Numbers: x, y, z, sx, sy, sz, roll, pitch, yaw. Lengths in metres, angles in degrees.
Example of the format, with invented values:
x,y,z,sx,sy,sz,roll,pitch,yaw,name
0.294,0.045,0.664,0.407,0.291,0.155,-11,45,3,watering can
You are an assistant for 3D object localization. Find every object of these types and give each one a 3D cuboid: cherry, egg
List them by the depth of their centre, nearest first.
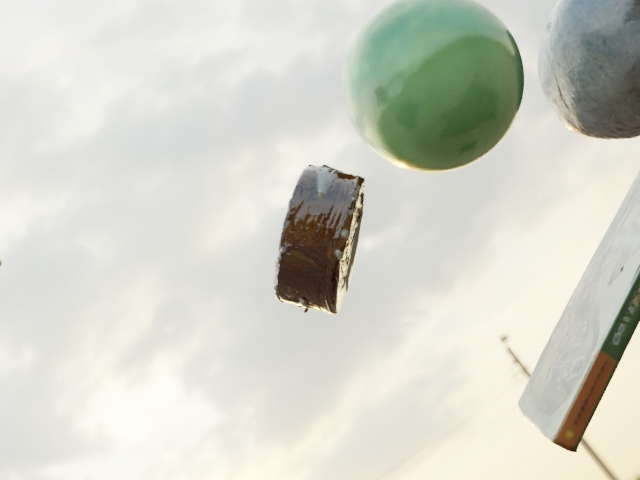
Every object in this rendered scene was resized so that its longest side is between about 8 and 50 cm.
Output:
x,y,z,sx,sy,sz,roll,pitch,yaw,name
0.136,-0.191,1.382,0.220,0.220,0.269,-35,-1,-4,egg
0.444,-0.274,1.629,0.255,0.218,0.296,24,-41,-17,cherry

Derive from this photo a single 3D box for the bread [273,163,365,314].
x,y,z,sx,sy,sz,roll,pitch,yaw,name
0.000,0.000,1.201,0.160,0.073,0.160,10,-90,-84,bread

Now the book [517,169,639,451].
x,y,z,sx,sy,sz,roll,pitch,yaw,name
0.313,0.031,1.166,0.371,0.043,0.260,-63,-5,-1,book

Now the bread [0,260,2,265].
x,y,z,sx,sy,sz,roll,pitch,yaw,name
-0.439,-0.017,1.212,0.104,0.199,0.199,-42,-18,-18,bread
